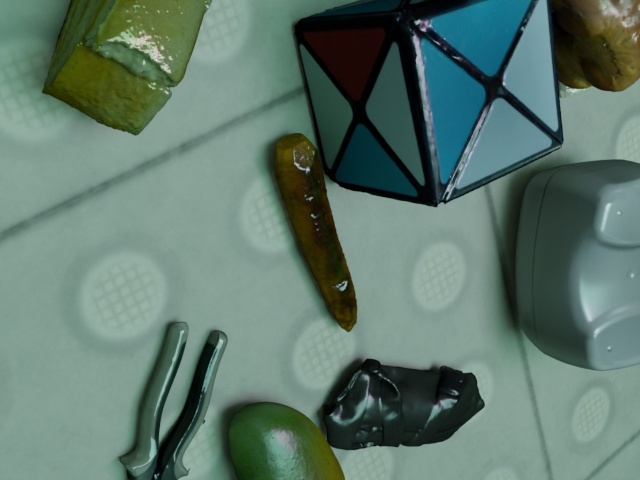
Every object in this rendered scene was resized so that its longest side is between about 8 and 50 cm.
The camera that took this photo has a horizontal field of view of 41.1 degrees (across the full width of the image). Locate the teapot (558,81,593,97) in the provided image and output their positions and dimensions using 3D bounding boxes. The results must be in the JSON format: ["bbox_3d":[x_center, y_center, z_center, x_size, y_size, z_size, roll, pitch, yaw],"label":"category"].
[{"bbox_3d":[0.377,-0.334,1.377,0.107,0.077,0.200,-17,112,-11],"label":"teapot"}]

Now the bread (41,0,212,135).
[{"bbox_3d":[-0.195,-0.249,0.919,0.124,0.186,0.257,23,80,-33],"label":"bread"}]

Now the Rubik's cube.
[{"bbox_3d":[0.146,-0.207,1.133,0.246,0.250,0.248,-26,113,-28],"label":"Rubik's cube"}]

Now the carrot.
[{"bbox_3d":[0.000,0.000,1.201,0.066,0.066,0.314,-32,122,-25],"label":"carrot"}]

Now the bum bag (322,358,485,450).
[{"bbox_3d":[0.145,0.260,1.354,0.326,0.080,0.142,6,102,-37],"label":"bum bag"}]

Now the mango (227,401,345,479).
[{"bbox_3d":[-0.049,0.334,1.220,0.156,0.114,0.251,-26,104,-17],"label":"mango"}]

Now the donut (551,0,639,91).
[{"bbox_3d":[0.343,-0.351,1.189,0.150,0.299,0.317,-43,120,3],"label":"donut"}]

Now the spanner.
[{"bbox_3d":[-0.207,0.267,1.128,0.095,0.040,0.325,20,88,-36],"label":"spanner"}]

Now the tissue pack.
[{"bbox_3d":[0.447,0.032,1.426,0.229,0.236,0.333,-8,106,-25],"label":"tissue pack"}]
